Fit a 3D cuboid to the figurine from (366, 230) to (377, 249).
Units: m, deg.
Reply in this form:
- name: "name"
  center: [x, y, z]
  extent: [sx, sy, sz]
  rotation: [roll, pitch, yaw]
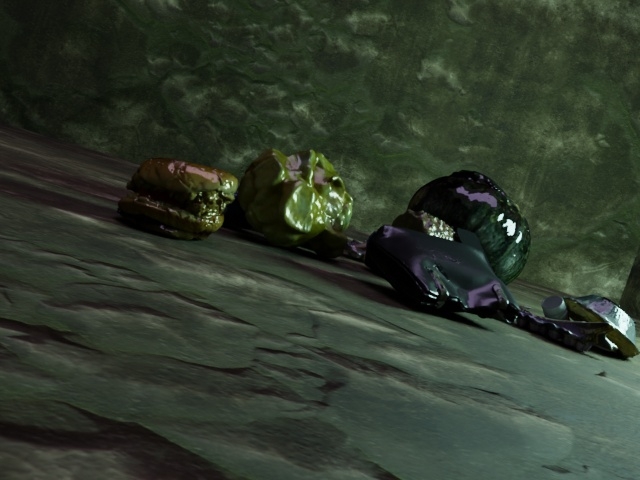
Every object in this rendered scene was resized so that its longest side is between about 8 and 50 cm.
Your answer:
- name: "figurine"
  center: [0.277, 0.027, 2.070]
  extent: [0.262, 0.120, 0.164]
  rotation: [30, -12, -38]

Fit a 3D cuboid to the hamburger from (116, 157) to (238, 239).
- name: "hamburger"
  center: [-0.310, -0.097, 1.422]
  extent: [0.245, 0.163, 0.244]
  rotation: [16, 7, -2]

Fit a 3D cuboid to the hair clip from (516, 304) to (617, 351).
- name: "hair clip"
  center: [0.586, 0.212, 1.612]
  extent: [0.106, 0.084, 0.292]
  rotation: [9, 3, -40]

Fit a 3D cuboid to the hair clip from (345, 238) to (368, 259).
- name: "hair clip"
  center: [0.139, 0.029, 2.140]
  extent: [0.146, 0.075, 0.257]
  rotation: [38, 19, 21]

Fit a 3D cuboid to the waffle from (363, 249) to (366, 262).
- name: "waffle"
  center: [0.245, 0.089, 1.859]
  extent: [0.229, 0.057, 0.219]
  rotation: [16, 5, -27]

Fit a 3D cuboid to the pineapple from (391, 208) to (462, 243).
- name: "pineapple"
  center: [0.350, 0.017, 1.852]
  extent: [0.341, 0.169, 0.169]
  rotation: [15, 5, -39]

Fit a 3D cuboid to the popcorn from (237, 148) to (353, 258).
- name: "popcorn"
  center: [-0.074, -0.105, 1.804]
  extent: [0.334, 0.292, 0.294]
  rotation: [6, -1, -35]

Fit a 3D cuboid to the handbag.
- name: "handbag"
  center: [0.295, 0.097, 1.525]
  extent: [0.342, 0.152, 0.288]
  rotation: [12, 17, -17]

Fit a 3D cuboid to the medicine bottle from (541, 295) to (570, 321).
- name: "medicine bottle"
  center: [0.616, 0.196, 1.696]
  extent: [0.058, 0.058, 0.091]
  rotation: [26, -34, 61]

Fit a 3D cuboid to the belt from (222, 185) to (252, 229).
- name: "belt"
  center: [-0.286, -0.112, 1.861]
  extent: [0.218, 0.128, 0.122]
  rotation: [14, 6, -20]

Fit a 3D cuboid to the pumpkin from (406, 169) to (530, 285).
- name: "pumpkin"
  center: [0.496, -0.022, 2.225]
  extent: [0.454, 0.344, 0.454]
  rotation: [46, -12, 12]

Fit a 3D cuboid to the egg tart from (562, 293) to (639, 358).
- name: "egg tart"
  center: [0.743, 0.211, 1.707]
  extent: [0.234, 0.094, 0.234]
  rotation: [39, 3, -2]

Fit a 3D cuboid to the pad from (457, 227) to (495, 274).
- name: "pad"
  center: [0.463, 0.089, 1.832]
  extent: [0.004, 0.267, 0.181]
  rotation: [-30, -20, 27]

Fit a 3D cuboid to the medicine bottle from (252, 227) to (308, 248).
- name: "medicine bottle"
  center: [-0.098, -0.038, 1.987]
  extent: [0.258, 0.079, 0.124]
  rotation: [20, 2, 25]
